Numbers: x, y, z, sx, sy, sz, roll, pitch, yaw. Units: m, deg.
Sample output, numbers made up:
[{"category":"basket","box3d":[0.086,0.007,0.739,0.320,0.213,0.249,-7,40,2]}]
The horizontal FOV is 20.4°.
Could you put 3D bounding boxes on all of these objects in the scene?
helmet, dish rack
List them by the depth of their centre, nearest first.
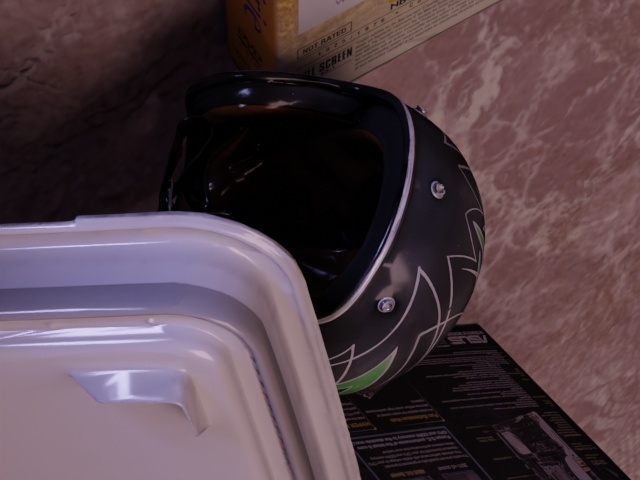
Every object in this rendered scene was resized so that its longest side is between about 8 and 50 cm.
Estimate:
[{"category":"dish rack","box3d":[-0.157,0.106,0.860,0.333,0.072,0.285,-2,142,10]},{"category":"helmet","box3d":[0.000,0.000,0.890,0.161,0.169,0.169,10,130,1]}]

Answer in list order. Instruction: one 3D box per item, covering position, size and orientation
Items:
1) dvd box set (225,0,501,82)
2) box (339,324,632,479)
[{"category":"dvd box set","box3d":[0.090,-0.252,0.806,0.307,0.062,0.420,-30,156,-15]},{"category":"box","box3d":[0.055,0.159,1.117,0.307,0.242,0.076,-1,127,-43]}]
